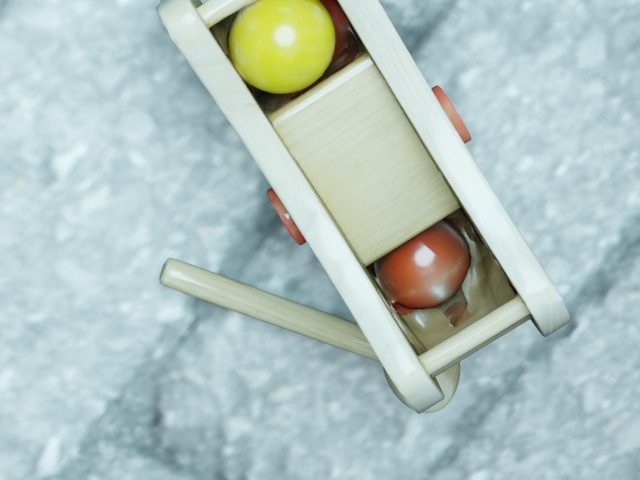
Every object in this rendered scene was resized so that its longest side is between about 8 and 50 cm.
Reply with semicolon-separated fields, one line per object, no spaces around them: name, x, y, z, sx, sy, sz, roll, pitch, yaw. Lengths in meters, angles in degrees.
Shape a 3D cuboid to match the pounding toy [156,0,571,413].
pounding toy;0.000;0.000;0.827;0.155;0.154;0.269;-32;122;3
